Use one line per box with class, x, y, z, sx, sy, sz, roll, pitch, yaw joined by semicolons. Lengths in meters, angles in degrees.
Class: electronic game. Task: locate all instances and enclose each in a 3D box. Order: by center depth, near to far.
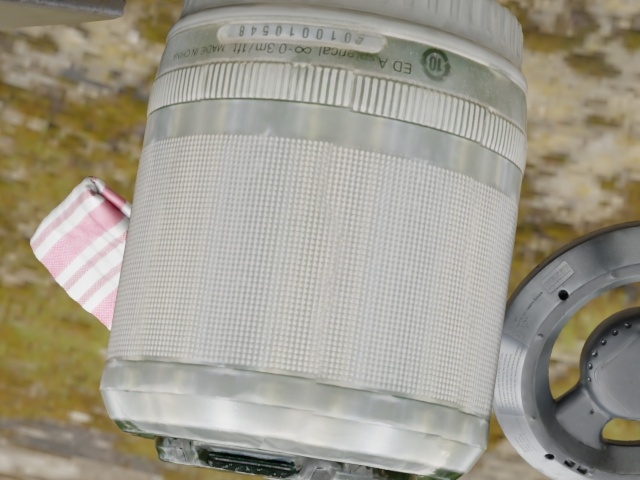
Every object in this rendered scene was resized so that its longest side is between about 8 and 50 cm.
electronic game;0.237;0.090;1.253;0.229;0.229;0.048;17;-158;-13

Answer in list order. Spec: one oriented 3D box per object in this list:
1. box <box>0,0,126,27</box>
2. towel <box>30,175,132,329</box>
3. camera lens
box;-0.345;-0.386;1.176;0.297;0.472;0.480;-4;-176;9
towel;-0.116;0.048;1.167;0.197;0.029;0.144;46;150;-5
camera lens;0.000;0.000;0.961;0.219;0.274;0.219;9;171;1
